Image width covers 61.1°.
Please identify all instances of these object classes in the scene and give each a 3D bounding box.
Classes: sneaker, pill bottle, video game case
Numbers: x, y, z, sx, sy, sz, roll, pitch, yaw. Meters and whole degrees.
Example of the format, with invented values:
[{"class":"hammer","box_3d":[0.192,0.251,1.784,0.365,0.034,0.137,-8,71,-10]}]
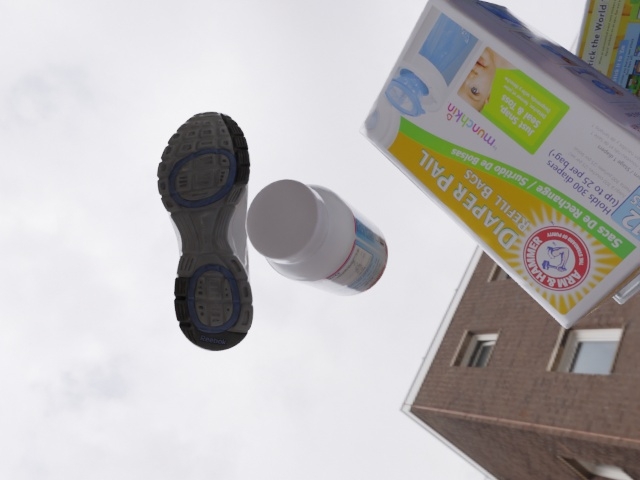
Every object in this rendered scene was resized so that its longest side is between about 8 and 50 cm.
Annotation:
[{"class":"sneaker","box_3d":[-0.138,-0.014,0.679,0.111,0.129,0.297,-1,-99,-5]},{"class":"pill bottle","box_3d":[0.000,0.000,0.495,0.160,0.087,0.087,30,-119,-63]},{"class":"video game case","box_3d":[0.435,-0.263,0.676,0.026,0.206,0.227,-34,-47,-52]}]

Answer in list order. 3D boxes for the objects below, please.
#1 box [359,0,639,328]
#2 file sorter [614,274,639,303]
[{"class":"box","box_3d":[0.143,-0.061,0.365,0.103,0.114,0.203,-15,-126,-44]},{"class":"file sorter","box_3d":[0.507,-0.073,0.821,0.173,0.278,0.193,0,-136,-49]}]
